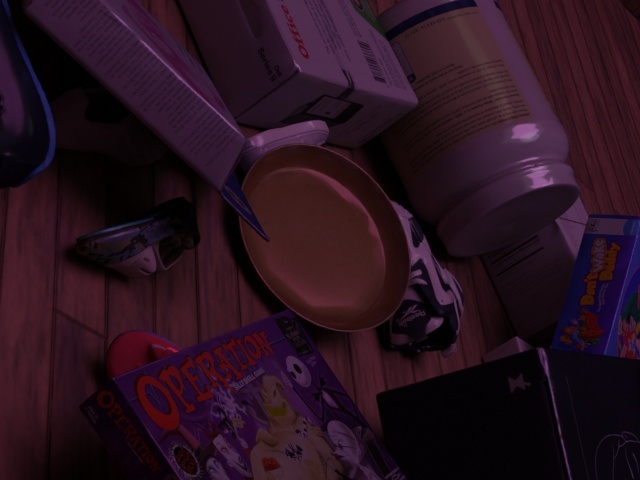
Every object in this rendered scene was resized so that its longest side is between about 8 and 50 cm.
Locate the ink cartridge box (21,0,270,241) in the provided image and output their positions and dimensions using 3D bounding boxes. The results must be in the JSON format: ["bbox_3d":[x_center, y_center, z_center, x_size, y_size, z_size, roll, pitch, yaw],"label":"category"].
[{"bbox_3d":[-0.169,-0.174,1.542,0.330,0.071,0.324,43,6,-22],"label":"ink cartridge box"}]

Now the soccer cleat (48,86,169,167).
[{"bbox_3d":[-0.205,-0.118,1.537,0.196,0.076,0.068,2,59,-59],"label":"soccer cleat"}]

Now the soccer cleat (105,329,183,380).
[{"bbox_3d":[-0.105,0.169,1.401,0.248,0.083,0.095,40,-1,-18],"label":"soccer cleat"}]

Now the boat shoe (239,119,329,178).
[{"bbox_3d":[-0.040,-0.105,1.817,0.184,0.066,0.063,-20,91,-65],"label":"boat shoe"}]

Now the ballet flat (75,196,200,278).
[{"bbox_3d":[-0.171,0.004,1.477,0.070,0.070,0.188,57,30,3],"label":"ballet flat"}]

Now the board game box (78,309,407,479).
[{"bbox_3d":[-0.052,0.180,1.301,0.208,0.056,0.347,51,21,9],"label":"board game box"}]

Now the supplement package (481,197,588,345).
[{"bbox_3d":[0.326,0.016,2.202,0.139,0.134,0.244,12,50,-55],"label":"supplement package"}]

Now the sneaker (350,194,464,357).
[{"bbox_3d":[0.097,0.054,1.823,0.235,0.094,0.153,53,16,-28],"label":"sneaker"}]

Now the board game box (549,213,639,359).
[{"bbox_3d":[0.435,0.153,2.087,0.347,0.078,0.233,49,53,-47],"label":"board game box"}]

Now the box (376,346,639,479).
[{"bbox_3d":[0.273,0.292,1.659,0.395,0.212,0.293,12,63,-55],"label":"box"}]

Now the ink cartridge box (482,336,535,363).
[{"bbox_3d":[0.284,0.229,1.974,0.104,0.061,0.181,30,37,-40],"label":"ink cartridge box"}]

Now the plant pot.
[{"bbox_3d":[0.000,0.000,1.726,0.236,0.032,0.236,18,57,-29],"label":"plant pot"}]

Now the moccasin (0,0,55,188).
[{"bbox_3d":[-0.348,-0.205,1.334,0.342,0.138,0.117,58,31,5],"label":"moccasin"}]

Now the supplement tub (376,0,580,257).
[{"bbox_3d":[0.199,-0.164,2.082,0.235,0.235,0.325,8,54,-56],"label":"supplement tub"}]

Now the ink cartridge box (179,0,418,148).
[{"bbox_3d":[-0.029,-0.249,1.924,0.289,0.121,0.211,8,54,-56],"label":"ink cartridge box"}]
